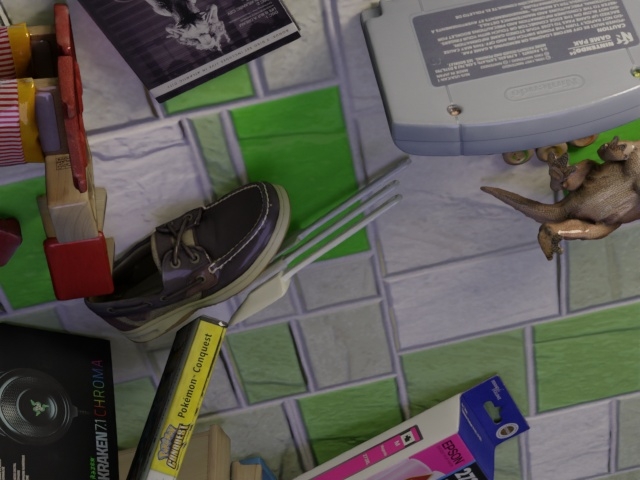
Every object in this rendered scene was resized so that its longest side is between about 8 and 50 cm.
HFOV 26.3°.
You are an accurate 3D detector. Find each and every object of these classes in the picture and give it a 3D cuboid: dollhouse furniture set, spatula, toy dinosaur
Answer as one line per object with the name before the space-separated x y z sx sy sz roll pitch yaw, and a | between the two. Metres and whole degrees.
dollhouse furniture set | -0.170 0.445 1.885 0.198 0.286 0.303 -15 137 16
spatula | 0.000 0.000 1.509 0.242 0.168 0.019 -33 103 18
dollhouse furniture set | -0.321 -0.046 1.368 0.201 0.152 0.374 -7 140 -6
toy dinosaur | 0.344 -0.056 1.554 0.296 0.127 0.200 -15 180 26

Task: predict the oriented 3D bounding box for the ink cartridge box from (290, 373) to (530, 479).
ink cartridge box | 0.122 0.333 1.952 0.371 0.069 0.176 -30 139 4

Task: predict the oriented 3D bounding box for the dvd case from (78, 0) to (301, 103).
dvd case | -0.136 -0.236 1.299 0.165 0.018 0.221 -24 138 12

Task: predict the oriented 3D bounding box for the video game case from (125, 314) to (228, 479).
video game case | -0.176 0.214 1.554 0.035 0.248 0.275 20 169 -9

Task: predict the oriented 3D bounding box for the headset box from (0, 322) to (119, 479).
headset box | -0.392 0.224 1.595 0.283 0.246 0.131 12 135 -24

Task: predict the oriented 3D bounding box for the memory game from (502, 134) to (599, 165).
memory game | 0.247 -0.148 1.501 0.186 0.012 0.186 -7 139 -6

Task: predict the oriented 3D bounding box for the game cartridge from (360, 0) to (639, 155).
game cartridge | 0.198 -0.177 1.314 0.294 0.196 0.060 -12 139 0

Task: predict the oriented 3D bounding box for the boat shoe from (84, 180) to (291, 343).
boat shoe | -0.153 0.021 1.531 0.285 0.102 0.092 -33 141 32
